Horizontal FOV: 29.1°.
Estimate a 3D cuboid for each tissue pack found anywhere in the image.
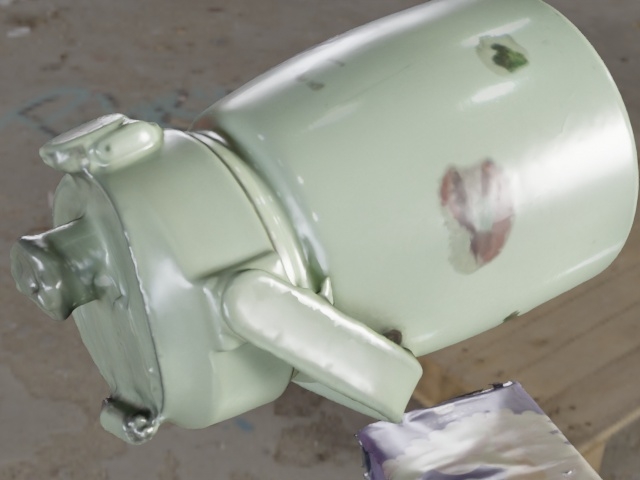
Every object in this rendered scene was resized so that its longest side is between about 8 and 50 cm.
[{"bbox_3d":[0.205,0.316,1.510,0.242,0.125,0.344,-15,22,-8],"label":"tissue pack"}]

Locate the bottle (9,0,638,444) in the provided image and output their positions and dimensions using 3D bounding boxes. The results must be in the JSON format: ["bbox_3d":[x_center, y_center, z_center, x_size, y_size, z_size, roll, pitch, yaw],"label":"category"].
[{"bbox_3d":[0.000,0.000,0.731,0.351,0.229,0.229,-25,43,-28],"label":"bottle"}]
